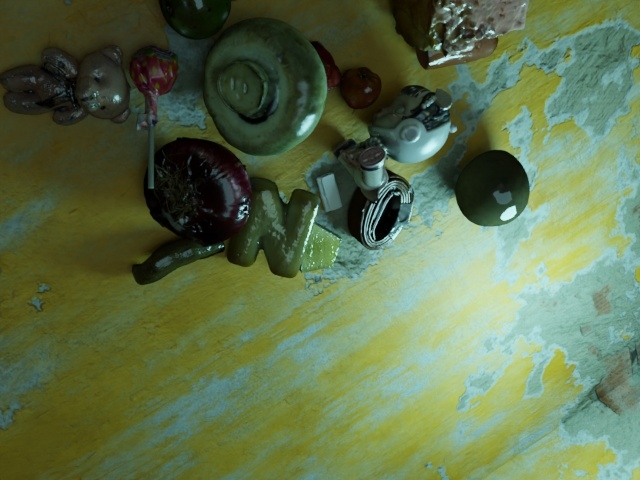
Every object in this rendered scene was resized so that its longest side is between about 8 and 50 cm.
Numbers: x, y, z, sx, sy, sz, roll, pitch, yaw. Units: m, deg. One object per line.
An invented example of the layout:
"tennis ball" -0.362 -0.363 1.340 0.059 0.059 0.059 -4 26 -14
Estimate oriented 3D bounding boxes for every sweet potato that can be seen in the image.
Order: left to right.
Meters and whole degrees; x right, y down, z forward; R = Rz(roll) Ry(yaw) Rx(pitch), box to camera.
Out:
"sweet potato" -0.421 0.045 1.800 0.286 0.085 0.112 -25 155 -23

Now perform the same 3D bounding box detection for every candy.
"candy" -0.427 -0.313 1.541 0.124 0.124 0.364 1 87 -24

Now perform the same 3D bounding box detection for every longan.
"longan" 0.579 -0.171 2.038 0.258 0.258 0.257 -9 116 -20

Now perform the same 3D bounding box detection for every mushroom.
"mushroom" -0.149 -0.393 1.572 0.353 0.260 0.351 5 109 17

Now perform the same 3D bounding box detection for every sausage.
"sausage" 0.423 -0.597 1.851 0.260 0.113 0.113 -15 117 -15

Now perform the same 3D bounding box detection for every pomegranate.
"pomegranate" -0.292 -0.609 1.514 0.225 0.187 0.186 -43 127 -34

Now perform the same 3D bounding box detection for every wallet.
"wallet" 0.028 -0.154 1.928 0.061 0.025 0.122 -20 119 -7

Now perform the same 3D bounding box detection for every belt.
"belt" 0.197 -0.099 1.978 0.184 0.105 0.261 16 105 -30

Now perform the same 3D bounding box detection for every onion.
"onion" -0.325 -0.135 1.663 0.314 0.232 0.313 8 112 19

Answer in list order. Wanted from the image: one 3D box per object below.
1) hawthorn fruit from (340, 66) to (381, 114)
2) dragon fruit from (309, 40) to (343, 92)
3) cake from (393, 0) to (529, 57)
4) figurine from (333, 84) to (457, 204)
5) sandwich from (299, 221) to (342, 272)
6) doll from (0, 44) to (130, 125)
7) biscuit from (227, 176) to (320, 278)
"hawthorn fruit" 0.122 -0.442 1.783 0.125 0.125 0.140 -27 118 -10
"dragon fruit" -0.002 -0.489 1.693 0.121 0.161 0.127 -24 131 -10
"cake" 0.386 -0.706 1.662 0.307 0.293 0.314 -19 135 -15
"figurine" 0.226 -0.305 1.824 0.361 0.253 0.211 -43 130 -5
"sandwich" 0.000 0.000 1.968 0.163 0.058 0.192 -10 114 -21
"doll" -0.623 -0.365 1.483 0.304 0.156 0.201 -10 122 -14
"biscuit" -0.145 -0.034 1.855 0.237 0.062 0.290 17 107 -10
